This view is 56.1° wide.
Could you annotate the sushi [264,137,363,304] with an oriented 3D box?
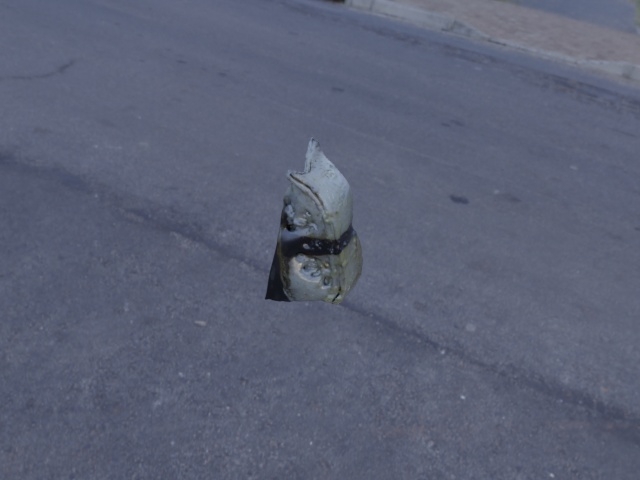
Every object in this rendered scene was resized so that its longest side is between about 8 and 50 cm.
[{"bbox_3d":[0.012,-0.014,0.919,0.109,0.272,0.134,25,29,26],"label":"sushi"}]
